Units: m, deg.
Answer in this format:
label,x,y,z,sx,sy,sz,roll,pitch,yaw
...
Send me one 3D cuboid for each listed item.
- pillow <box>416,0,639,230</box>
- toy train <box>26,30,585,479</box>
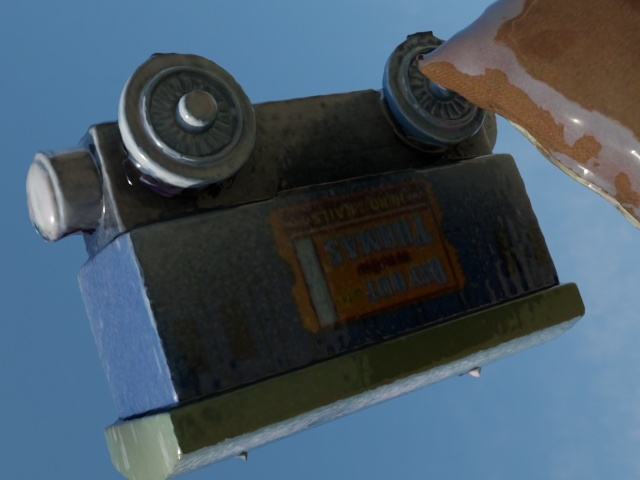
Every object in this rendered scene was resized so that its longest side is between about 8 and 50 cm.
label,x,y,z,sx,sy,sz,roll,pitch,yaw
pillow,0.258,-0.096,0.435,0.305,0.108,0.308,-45,-112,-9
toy train,0.000,0.000,0.520,0.300,0.131,0.201,-13,-100,-31
